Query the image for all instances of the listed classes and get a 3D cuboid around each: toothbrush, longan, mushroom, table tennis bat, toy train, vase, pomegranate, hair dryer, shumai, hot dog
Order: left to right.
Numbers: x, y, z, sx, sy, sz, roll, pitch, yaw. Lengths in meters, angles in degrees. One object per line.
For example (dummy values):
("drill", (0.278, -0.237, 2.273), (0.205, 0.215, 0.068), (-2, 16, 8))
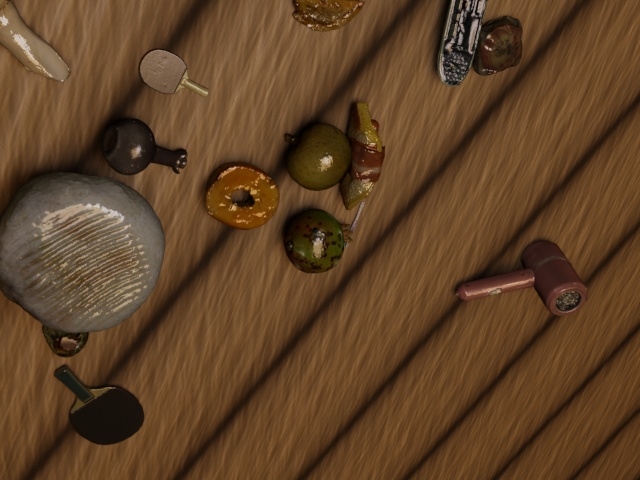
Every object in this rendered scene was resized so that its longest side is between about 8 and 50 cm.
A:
("mushroom", (-0.563, -0.384, 1.299), (0.209, 0.071, 0.084), (52, 58, -38))
("shumai", (-0.591, 0.233, 1.607), (0.099, 0.087, 0.124), (-19, 124, -14))
("table tennis bat", (-0.574, 0.422, 1.756), (0.173, 0.022, 0.301), (-33, 126, -3))
("vase", (-0.368, -0.188, 1.467), (0.183, 0.120, 0.120), (14, 111, -44))
("table tennis bat", (-0.308, -0.345, 1.459), (0.156, 0.013, 0.087), (24, 105, -31))
("longan", (-0.011, -0.199, 1.598), (0.176, 0.145, 0.155), (40, 70, 5))
("pomegranate", (0.000, 0.000, 1.704), (0.205, 0.159, 0.159), (-17, 126, -44))
("toothbrush", (0.088, -0.042, 1.795), (0.011, 0.013, 0.131), (10, 110, -33))
("hot dog", (0.109, -0.201, 1.651), (0.093, 0.123, 0.261), (0, 121, -14))
("toy train", (0.343, -0.560, 1.575), (0.086, 0.088, 0.407), (14, 115, 9))
("hair dryer", (0.567, 0.136, 1.999), (0.352, 0.210, 0.125), (-13, 127, 1))

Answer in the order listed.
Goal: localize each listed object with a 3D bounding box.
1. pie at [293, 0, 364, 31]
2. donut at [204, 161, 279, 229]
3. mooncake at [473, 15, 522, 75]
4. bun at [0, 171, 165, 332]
("pie", (0.006, -0.498, 1.495), (0.170, 0.034, 0.092), (4, 135, -30))
("donut", (-0.185, -0.109, 1.612), (0.162, 0.065, 0.178), (-46, 126, 11))
("mooncake", (0.433, -0.466, 1.668), (0.130, 0.073, 0.125), (-26, 126, -21))
("bun", (-0.506, 0.020, 1.453), (0.362, 0.211, 0.362), (-10, 118, -20))
